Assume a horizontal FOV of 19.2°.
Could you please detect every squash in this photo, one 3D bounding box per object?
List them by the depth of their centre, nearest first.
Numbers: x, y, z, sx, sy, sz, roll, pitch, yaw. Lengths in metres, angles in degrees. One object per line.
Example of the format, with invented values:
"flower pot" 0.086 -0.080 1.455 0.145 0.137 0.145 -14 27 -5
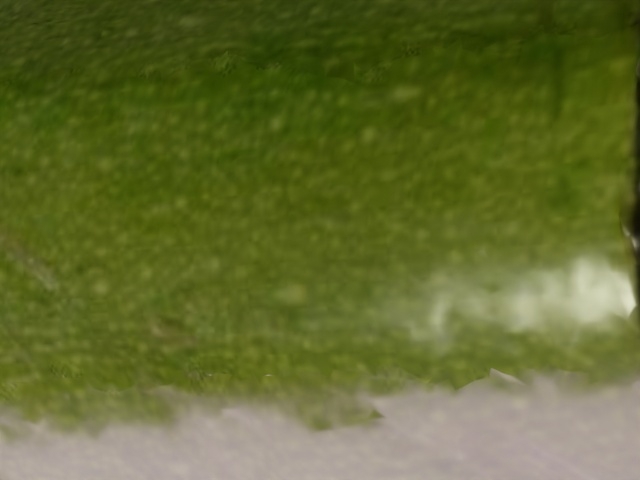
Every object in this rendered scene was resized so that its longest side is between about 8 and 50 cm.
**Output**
"squash" 0.000 0.000 0.698 0.384 0.263 0.263 -3 162 32
